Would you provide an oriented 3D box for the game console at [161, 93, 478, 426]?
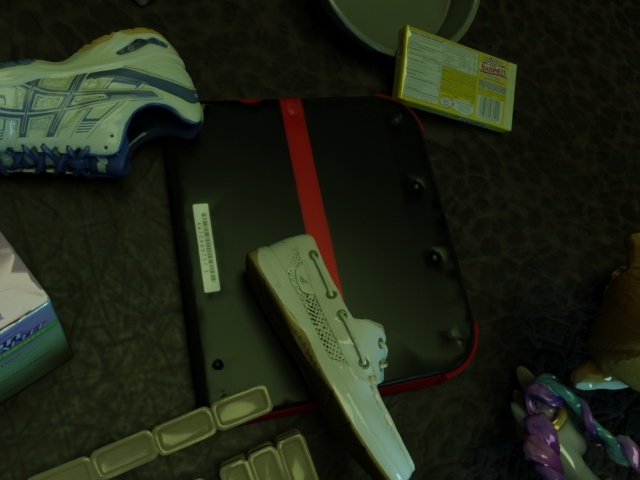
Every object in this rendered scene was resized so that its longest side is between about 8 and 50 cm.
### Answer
[{"bbox_3d":[0.000,0.000,0.696,0.342,0.060,0.386,-7,73,-16],"label":"game console"}]

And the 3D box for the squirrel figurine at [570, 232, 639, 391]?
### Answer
[{"bbox_3d":[0.466,0.143,0.665,0.370,0.397,0.281,19,94,-2],"label":"squirrel figurine"}]

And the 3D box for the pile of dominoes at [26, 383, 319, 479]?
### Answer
[{"bbox_3d":[-0.123,0.269,0.556,0.251,0.040,0.196,-19,84,-13],"label":"pile of dominoes"}]

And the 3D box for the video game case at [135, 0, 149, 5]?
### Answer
[{"bbox_3d":[-0.227,-0.467,0.794,0.204,0.025,0.285,40,63,-2],"label":"video game case"}]

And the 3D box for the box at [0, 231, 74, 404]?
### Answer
[{"bbox_3d":[-0.322,0.089,0.433,0.213,0.243,0.117,-36,86,-26],"label":"box"}]

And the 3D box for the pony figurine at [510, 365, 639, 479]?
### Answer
[{"bbox_3d":[0.279,0.330,0.579,0.363,0.303,0.351,57,31,10],"label":"pony figurine"}]

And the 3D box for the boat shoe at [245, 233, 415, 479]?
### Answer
[{"bbox_3d":[0.027,0.112,0.579,0.096,0.098,0.277,-26,78,-20],"label":"boat shoe"}]

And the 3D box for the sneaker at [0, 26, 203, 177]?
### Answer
[{"bbox_3d":[-0.262,-0.114,0.591,0.296,0.112,0.131,-30,81,-19],"label":"sneaker"}]

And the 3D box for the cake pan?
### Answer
[{"bbox_3d":[0.106,-0.402,0.827,0.293,0.054,0.293,-1,92,-27],"label":"cake pan"}]

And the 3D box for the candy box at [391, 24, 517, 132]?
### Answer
[{"bbox_3d":[0.198,-0.229,0.831,0.206,0.027,0.105,9,83,-26],"label":"candy box"}]
